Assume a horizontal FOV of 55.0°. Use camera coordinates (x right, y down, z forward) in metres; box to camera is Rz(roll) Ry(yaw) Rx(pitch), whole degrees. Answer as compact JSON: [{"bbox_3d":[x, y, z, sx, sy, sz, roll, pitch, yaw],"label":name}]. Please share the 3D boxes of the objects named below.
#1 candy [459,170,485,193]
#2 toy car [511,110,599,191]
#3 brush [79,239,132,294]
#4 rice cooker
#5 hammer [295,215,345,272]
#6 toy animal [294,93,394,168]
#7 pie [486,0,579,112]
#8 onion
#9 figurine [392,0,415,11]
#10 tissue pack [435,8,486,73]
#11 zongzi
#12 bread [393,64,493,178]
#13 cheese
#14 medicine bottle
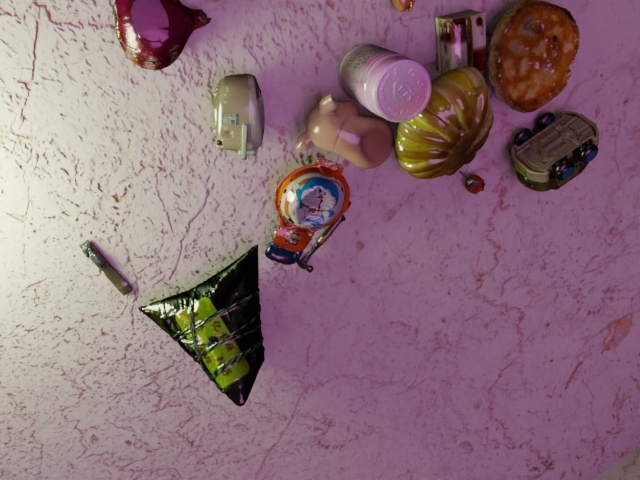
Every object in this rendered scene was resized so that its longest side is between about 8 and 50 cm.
[{"bbox_3d":[0.429,-0.176,1.772,0.060,0.060,0.201,-54,154,11],"label":"candy"},{"bbox_3d":[0.697,-0.239,1.824,0.248,0.204,0.198,-34,143,-2],"label":"toy car"},{"bbox_3d":[-0.567,0.077,1.630,0.034,0.027,0.190,-31,121,0],"label":"brush"},{"bbox_3d":[-0.199,-0.304,1.503,0.127,0.145,0.206,5,117,-8],"label":"rice cooker"},{"bbox_3d":[0.000,0.000,1.783,0.078,0.021,0.201,33,101,-28],"label":"hammer"},{"bbox_3d":[0.076,-0.274,1.599,0.250,0.154,0.166,17,108,-25],"label":"toy animal"},{"bbox_3d":[0.570,-0.506,1.667,0.315,0.092,0.315,-11,113,-27],"label":"pie"},{"bbox_3d":[-0.348,-0.484,1.379,0.218,0.140,0.195,-11,111,-17],"label":"onion"},{"bbox_3d":[0.257,-0.642,1.524,0.195,0.111,0.102,-34,103,4],"label":"figurine"},{"bbox_3d":[0.371,-0.517,1.612,0.106,0.099,0.148,-16,119,-10],"label":"tissue pack"},{"bbox_3d":[-0.236,0.208,1.699,0.362,0.319,0.383,-40,102,5],"label":"zongzi"},{"bbox_3d":[0.333,-0.285,1.612,0.333,0.160,0.333,-32,152,-19],"label":"bread"},{"bbox_3d":[-0.041,-0.076,1.673,0.217,0.129,0.329,19,115,-25],"label":"cheese"},{"bbox_3d":[0.153,-0.391,1.511,0.152,0.254,0.152,-8,117,-15],"label":"medicine bottle"}]
